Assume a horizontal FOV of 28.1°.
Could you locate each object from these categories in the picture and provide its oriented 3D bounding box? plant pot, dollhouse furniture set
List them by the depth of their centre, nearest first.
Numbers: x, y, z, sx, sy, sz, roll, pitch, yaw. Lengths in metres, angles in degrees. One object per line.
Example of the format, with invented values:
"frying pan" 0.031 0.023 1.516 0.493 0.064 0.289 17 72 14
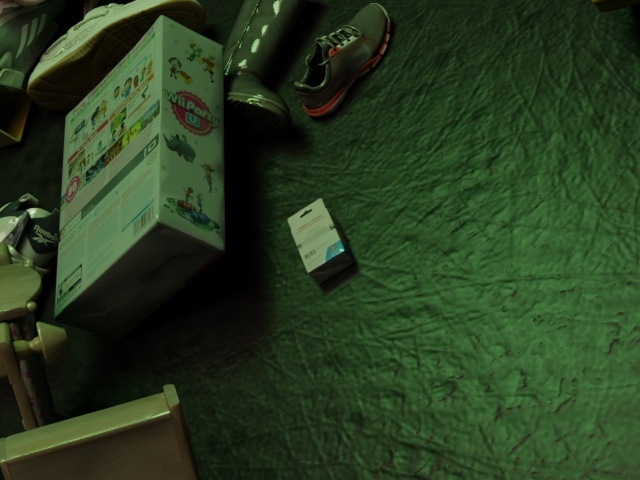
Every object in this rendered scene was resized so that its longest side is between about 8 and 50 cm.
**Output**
"dollhouse furniture set" -0.239 0.180 1.353 0.174 0.303 0.355 -15 22 -9
"plant pot" -0.460 -0.174 1.762 0.083 0.081 0.081 -21 50 41

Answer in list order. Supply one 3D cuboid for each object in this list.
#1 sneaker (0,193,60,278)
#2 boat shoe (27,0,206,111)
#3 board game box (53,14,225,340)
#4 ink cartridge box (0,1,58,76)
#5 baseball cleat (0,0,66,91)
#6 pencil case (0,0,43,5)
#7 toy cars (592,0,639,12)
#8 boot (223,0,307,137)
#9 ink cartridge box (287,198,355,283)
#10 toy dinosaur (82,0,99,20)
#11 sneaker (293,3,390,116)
"sneaker" -0.363 0.034 1.548 0.153 0.094 0.235 -41 37 14
"boat shoe" -0.275 -0.273 1.693 0.277 0.098 0.096 -23 49 22
"board game box" -0.208 -0.072 1.469 0.224 0.097 0.303 -37 44 38
"ink cartridge box" -0.491 -0.301 1.869 0.198 0.067 0.115 17 70 39
"baseball cleat" -0.416 -0.265 1.741 0.072 0.109 0.206 1 28 40
"pencil case" -0.457 -0.434 1.799 0.160 0.167 0.386 -10 20 -23
"toy cars" 0.280 -0.352 1.409 0.176 0.087 0.394 -40 44 -4
"boot" -0.062 -0.230 1.551 0.189 0.076 0.208 15 64 43
"ink cartridge box" 0.000 0.000 1.386 0.048 0.028 0.083 -32 49 11
"toy dinosaur" -0.251 -0.439 1.719 0.295 0.200 0.127 -41 48 4
"sneaker" 0.025 -0.220 1.491 0.061 0.065 0.158 22 74 40
